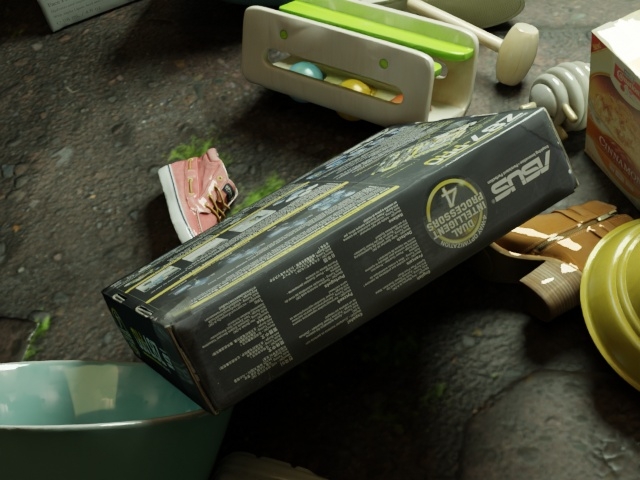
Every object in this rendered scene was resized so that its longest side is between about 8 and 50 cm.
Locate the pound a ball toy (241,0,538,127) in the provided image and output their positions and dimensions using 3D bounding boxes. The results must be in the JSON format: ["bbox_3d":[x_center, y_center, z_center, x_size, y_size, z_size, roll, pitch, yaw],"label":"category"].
[{"bbox_3d":[0.087,-0.222,1.208,0.319,0.136,0.208,22,35,27],"label":"pound a ball toy"}]

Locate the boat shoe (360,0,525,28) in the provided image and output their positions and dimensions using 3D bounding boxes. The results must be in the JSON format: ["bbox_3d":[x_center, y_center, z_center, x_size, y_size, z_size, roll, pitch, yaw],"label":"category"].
[{"bbox_3d":[0.159,-0.333,1.286,0.233,0.084,0.079,0,53,16],"label":"boat shoe"}]

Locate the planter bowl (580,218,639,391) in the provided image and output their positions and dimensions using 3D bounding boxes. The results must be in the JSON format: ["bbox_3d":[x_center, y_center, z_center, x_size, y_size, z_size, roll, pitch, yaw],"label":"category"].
[{"bbox_3d":[0.367,0.048,0.903,0.217,0.090,0.217,2,60,-4],"label":"planter bowl"}]

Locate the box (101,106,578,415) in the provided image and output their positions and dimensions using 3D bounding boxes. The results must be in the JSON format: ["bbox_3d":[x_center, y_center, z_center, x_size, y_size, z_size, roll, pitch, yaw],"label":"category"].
[{"bbox_3d":[0.000,0.000,0.931,0.395,0.097,0.318,-31,12,-19],"label":"box"}]

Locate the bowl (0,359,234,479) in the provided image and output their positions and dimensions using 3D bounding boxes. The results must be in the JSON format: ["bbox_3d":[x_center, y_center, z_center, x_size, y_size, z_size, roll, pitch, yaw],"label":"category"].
[{"bbox_3d":[-0.232,0.210,0.851,0.311,0.311,0.163,3,93,15],"label":"bowl"}]

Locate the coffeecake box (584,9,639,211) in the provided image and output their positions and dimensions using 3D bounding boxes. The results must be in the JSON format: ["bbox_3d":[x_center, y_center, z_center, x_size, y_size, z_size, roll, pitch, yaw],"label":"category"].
[{"bbox_3d":[0.353,-0.128,1.017,0.068,0.185,0.142,-24,51,-7],"label":"coffeecake box"}]

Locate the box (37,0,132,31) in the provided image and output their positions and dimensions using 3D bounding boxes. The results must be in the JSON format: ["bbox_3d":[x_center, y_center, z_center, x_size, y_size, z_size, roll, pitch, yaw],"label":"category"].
[{"bbox_3d":[-0.368,-0.446,1.469,0.181,0.119,0.182,-22,51,-4],"label":"box"}]

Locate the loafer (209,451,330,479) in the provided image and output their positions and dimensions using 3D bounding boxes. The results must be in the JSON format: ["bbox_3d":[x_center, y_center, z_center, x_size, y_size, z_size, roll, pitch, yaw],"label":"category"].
[{"bbox_3d":[0.035,0.275,0.834,0.319,0.112,0.111,6,59,26],"label":"loafer"}]

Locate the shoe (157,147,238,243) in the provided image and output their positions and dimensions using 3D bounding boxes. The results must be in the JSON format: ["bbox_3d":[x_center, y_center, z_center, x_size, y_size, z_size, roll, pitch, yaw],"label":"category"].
[{"bbox_3d":[-0.136,-0.041,1.139,0.081,0.063,0.178,-25,47,0],"label":"shoe"}]

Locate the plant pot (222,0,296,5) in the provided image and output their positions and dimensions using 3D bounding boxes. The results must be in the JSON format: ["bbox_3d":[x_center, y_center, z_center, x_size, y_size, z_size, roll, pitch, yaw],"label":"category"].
[{"bbox_3d":[-0.078,-0.444,1.335,0.195,0.290,0.290,35,61,-8],"label":"plant pot"}]

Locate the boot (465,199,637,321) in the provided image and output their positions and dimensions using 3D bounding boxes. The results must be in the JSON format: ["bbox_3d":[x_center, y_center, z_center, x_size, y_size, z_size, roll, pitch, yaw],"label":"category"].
[{"bbox_3d":[0.241,-0.009,1.032,0.152,0.073,0.197,-32,56,-18],"label":"boot"}]

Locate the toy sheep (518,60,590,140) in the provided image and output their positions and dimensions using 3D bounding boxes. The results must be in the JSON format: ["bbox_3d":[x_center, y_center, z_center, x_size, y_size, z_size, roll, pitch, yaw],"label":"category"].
[{"bbox_3d":[0.294,-0.168,1.127,0.132,0.091,0.091,-15,49,-23],"label":"toy sheep"}]
